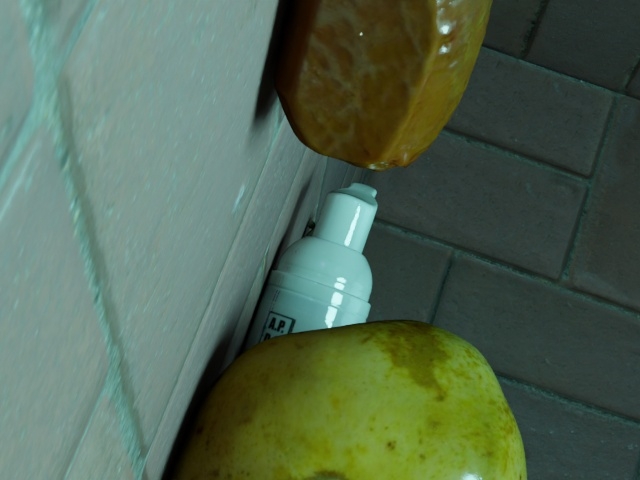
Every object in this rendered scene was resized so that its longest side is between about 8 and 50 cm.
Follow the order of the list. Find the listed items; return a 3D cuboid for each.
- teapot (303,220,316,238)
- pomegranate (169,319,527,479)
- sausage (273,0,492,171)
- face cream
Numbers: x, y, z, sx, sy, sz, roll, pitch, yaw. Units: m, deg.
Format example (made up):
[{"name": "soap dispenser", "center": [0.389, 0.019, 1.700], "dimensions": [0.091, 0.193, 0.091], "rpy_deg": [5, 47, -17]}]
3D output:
[{"name": "teapot", "center": [0.000, 0.000, 2.030], "dimensions": [0.121, 0.068, 0.076], "rpy_deg": [-36, 173, -46]}, {"name": "pomegranate", "center": [0.042, 0.282, 1.345], "dimensions": [0.416, 0.417, 0.416], "rpy_deg": [19, 90, -87]}, {"name": "sausage", "center": [0.052, -0.173, 0.980], "dimensions": [0.268, 0.153, 0.141], "rpy_deg": [105, 5, -46]}, {"name": "face cream", "center": [-0.011, 0.089, 1.653], "dimensions": [0.145, 0.145, 0.369], "rpy_deg": [80, 28, -84]}]
